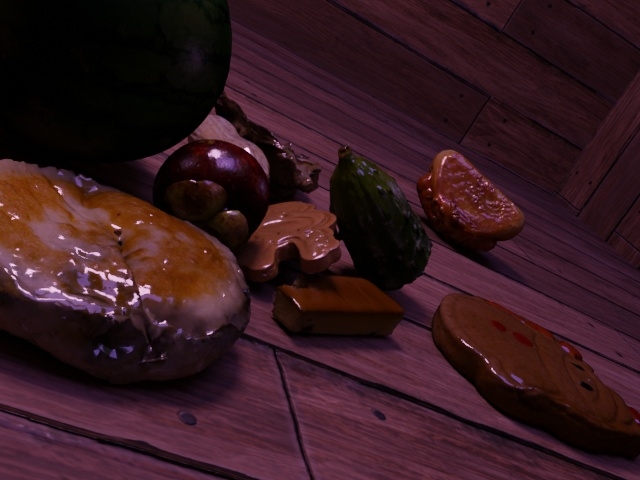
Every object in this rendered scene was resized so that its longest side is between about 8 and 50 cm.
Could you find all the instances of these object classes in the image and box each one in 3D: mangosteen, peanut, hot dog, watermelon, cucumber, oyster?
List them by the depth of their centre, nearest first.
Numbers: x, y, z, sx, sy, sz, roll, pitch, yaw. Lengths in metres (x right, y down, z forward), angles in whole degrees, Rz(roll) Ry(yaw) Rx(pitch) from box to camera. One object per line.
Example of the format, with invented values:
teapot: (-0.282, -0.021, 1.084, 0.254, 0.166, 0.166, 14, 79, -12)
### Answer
mangosteen: (-0.146, -0.036, 1.039, 0.145, 0.182, 0.156, -10, -35, 40)
watermelon: (-0.279, -0.261, 1.055, 0.363, 0.363, 0.363, 29, 17, -10)
cucumber: (0.077, -0.045, 1.253, 0.244, 0.134, 0.134, 61, -4, -38)
peanut: (-0.151, -0.142, 1.372, 0.087, 0.087, 0.206, 13, 24, -46)
oyster: (-0.090, -0.156, 1.513, 0.221, 0.096, 0.361, 24, 15, -47)
hot dog: (0.324, -0.073, 1.887, 0.256, 0.153, 0.150, 45, -10, 8)

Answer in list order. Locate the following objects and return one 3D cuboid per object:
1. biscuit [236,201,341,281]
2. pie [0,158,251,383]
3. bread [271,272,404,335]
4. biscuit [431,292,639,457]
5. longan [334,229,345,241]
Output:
biscuit: (-0.047, -0.008, 1.141, 0.143, 0.040, 0.236, -4, 24, -4)
pie: (-0.221, 0.020, 0.812, 0.339, 0.077, 0.339, 25, 20, -10)
bread: (0.016, 0.084, 1.087, 0.226, 0.049, 0.088, 10, 27, -50)
biscuit: (0.345, 0.206, 1.301, 0.381, 0.074, 0.359, 29, 18, 1)
longan: (0.000, 0.000, 1.242, 0.083, 0.075, 0.075, 0, 0, 29)
